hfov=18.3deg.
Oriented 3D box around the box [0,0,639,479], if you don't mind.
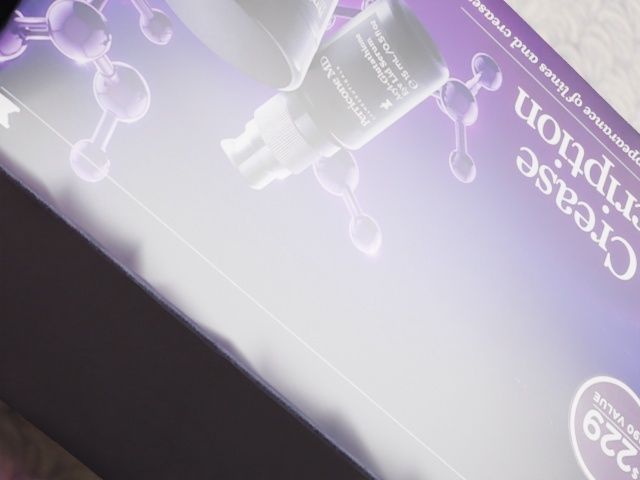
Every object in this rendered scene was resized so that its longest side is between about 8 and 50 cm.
[{"bbox_3d":[0.000,0.000,0.624,0.261,0.103,0.184,41,53,-20],"label":"box"}]
